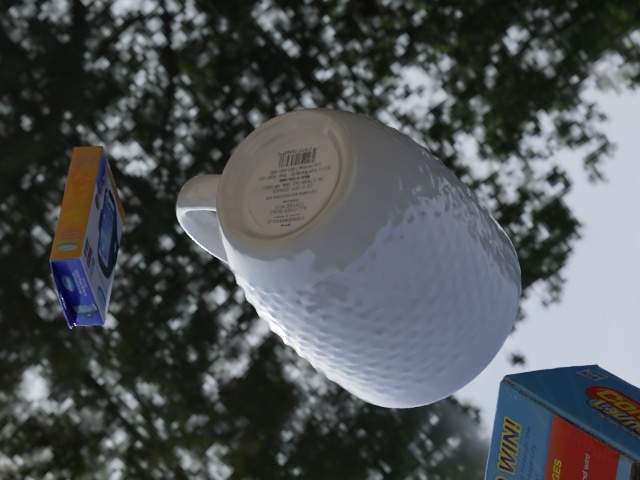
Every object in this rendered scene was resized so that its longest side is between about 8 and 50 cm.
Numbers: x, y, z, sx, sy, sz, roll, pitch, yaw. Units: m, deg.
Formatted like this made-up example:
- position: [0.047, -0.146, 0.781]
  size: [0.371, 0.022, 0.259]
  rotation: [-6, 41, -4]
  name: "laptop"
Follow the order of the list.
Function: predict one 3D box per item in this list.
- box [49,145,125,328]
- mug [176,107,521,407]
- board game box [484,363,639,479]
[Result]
- position: [-0.181, 0.002, 1.109]
  size: [0.028, 0.081, 0.136]
  rotation: [-4, -132, 5]
  name: "box"
- position: [0.000, 0.000, 1.632]
  size: [0.374, 0.328, 0.276]
  rotation: [8, -112, 35]
  name: "mug"
- position: [0.211, 0.271, 0.847]
  size: [0.086, 0.308, 0.302]
  rotation: [-4, -160, -32]
  name: "board game box"
